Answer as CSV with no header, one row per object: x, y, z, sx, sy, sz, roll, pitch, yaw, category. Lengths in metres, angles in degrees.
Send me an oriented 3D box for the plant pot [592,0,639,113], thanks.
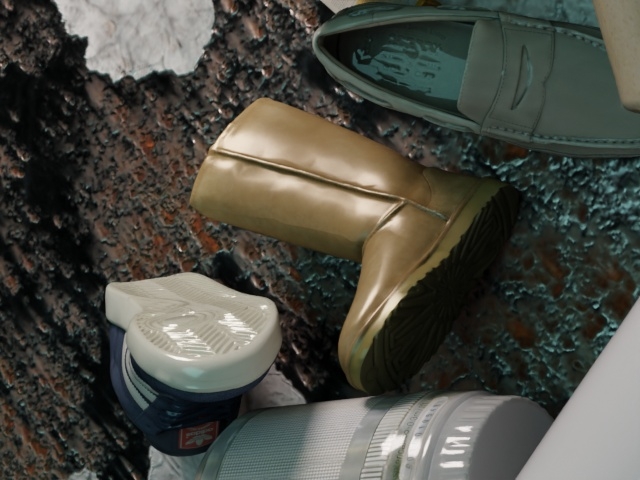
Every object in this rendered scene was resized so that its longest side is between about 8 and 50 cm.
0.297,-0.254,1.209,0.334,0.334,0.305,-8,95,34,plant pot

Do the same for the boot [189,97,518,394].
0.000,0.000,1.471,0.269,0.236,0.089,20,142,32,boot

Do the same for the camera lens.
0.047,0.233,1.395,0.274,0.219,0.219,-10,82,34,camera lens

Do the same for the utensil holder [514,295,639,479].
0.271,0.219,1.125,0.327,0.327,0.385,36,93,30,utensil holder

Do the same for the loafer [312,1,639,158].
0.144,-0.127,1.392,0.319,0.111,0.112,11,100,24,loafer

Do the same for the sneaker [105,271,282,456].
-0.106,0.122,1.496,0.350,0.131,0.148,-152,56,-76,sneaker

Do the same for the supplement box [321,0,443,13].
0.050,-0.209,1.522,0.098,0.036,0.062,45,112,26,supplement box
